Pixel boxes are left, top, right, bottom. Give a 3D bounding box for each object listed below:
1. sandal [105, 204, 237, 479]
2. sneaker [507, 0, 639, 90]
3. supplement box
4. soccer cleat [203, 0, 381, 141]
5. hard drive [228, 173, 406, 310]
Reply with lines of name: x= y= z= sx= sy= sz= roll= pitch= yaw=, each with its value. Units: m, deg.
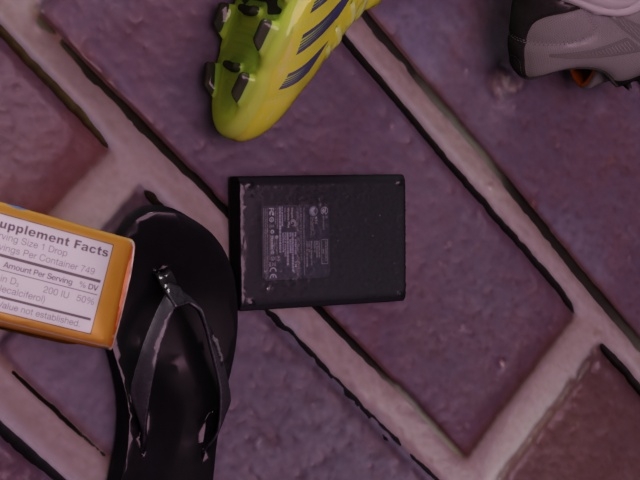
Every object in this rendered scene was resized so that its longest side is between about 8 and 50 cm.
sandal: x=-0.097 y=0.103 z=0.924 sx=0.097 sy=0.054 sz=0.254 roll=-1 pitch=93 yaw=-27
sneaker: x=0.253 y=-0.171 z=1.082 sx=0.272 sy=0.100 sz=0.108 roll=-1 pitch=117 yaw=-30
supplement box: x=-0.236 y=0.006 z=0.836 sx=0.233 sy=0.078 sz=0.080 roll=19 pitch=81 yaw=-27
soccer cleat: x=0.016 y=-0.190 z=0.950 sx=0.121 sy=0.093 sz=0.289 roll=29 pitch=80 yaw=-32
hard drive: x=0.000 y=0.000 z=0.988 sx=0.135 sy=0.022 sz=0.094 roll=-2 pitch=93 yaw=-27
